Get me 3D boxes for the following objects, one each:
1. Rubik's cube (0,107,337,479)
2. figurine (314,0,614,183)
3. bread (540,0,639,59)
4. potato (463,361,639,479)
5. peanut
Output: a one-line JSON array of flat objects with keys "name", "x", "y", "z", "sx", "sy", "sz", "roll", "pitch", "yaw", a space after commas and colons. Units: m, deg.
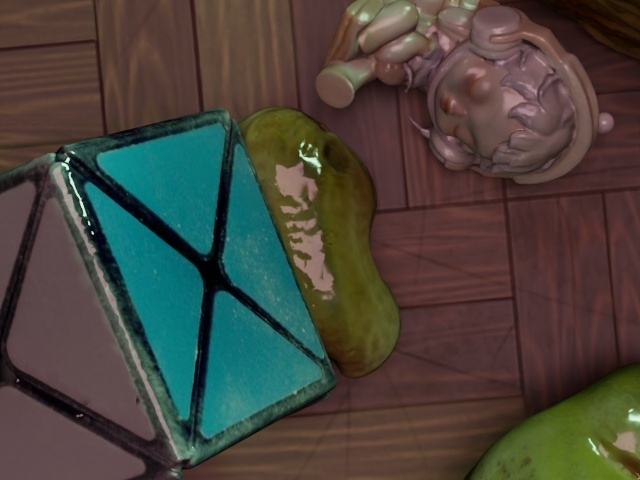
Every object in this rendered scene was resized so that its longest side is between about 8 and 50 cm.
[{"name": "Rubik's cube", "x": -0.175, "y": 0.065, "z": 1.494, "sx": 0.255, "sy": 0.259, "sz": 0.260, "roll": -20, "pitch": 93, "yaw": 30}, {"name": "figurine", "x": 0.123, "y": -0.125, "z": 1.582, "sx": 0.237, "sy": 0.162, "sz": 0.141, "roll": 29, "pitch": 48, "yaw": -1}, {"name": "bread", "x": 0.361, "y": -0.249, "z": 1.466, "sx": 0.390, "sy": 0.371, "sz": 0.279, "roll": 24, "pitch": 87, "yaw": 3}, {"name": "potato", "x": 0.202, "y": 0.249, "z": 1.552, "sx": 0.218, "sy": 0.202, "sz": 0.351, "roll": 46, "pitch": 67, "yaw": -26}, {"name": "peanut", "x": 0.000, "y": 0.000, "z": 1.603, "sx": 0.110, "sy": 0.120, "sz": 0.236, "roll": -21, "pitch": 96, "yaw": 36}]
